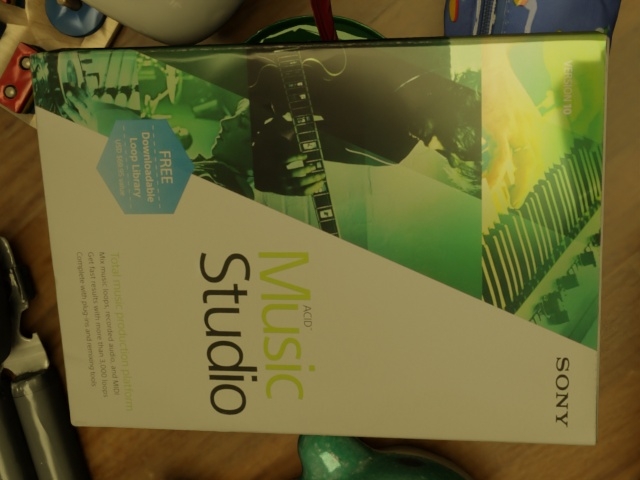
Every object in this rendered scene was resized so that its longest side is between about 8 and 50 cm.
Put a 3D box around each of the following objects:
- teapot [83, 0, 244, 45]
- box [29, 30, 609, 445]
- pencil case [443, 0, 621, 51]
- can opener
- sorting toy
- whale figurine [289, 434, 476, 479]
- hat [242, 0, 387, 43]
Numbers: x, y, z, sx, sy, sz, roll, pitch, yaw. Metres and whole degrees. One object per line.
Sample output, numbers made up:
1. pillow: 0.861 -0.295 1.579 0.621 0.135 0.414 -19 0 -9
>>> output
1. teapot: -0.111 -0.251 0.584 0.256 0.252 0.187 41 103 3
2. box: 0.000 0.000 0.570 0.322 0.058 0.232 -1 105 9
3. pencil case: 0.130 -0.125 0.626 0.119 0.133 0.306 12 97 29
4. can opener: -0.235 0.128 0.727 0.074 0.093 0.280 -15 99 8
5. sorting toy: -0.230 -0.169 0.712 0.274 0.046 0.132 33 99 4
6. whale figurine: -0.003 0.236 0.676 0.272 0.141 0.216 3 97 8
7. hat: -0.016 -0.076 0.622 0.173 0.183 0.208 -27 92 8
